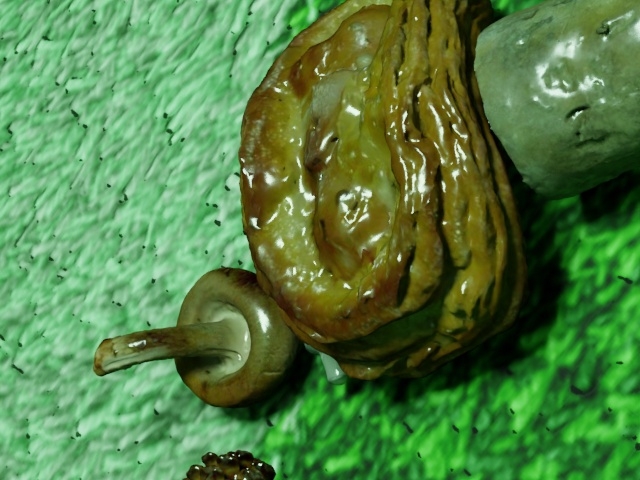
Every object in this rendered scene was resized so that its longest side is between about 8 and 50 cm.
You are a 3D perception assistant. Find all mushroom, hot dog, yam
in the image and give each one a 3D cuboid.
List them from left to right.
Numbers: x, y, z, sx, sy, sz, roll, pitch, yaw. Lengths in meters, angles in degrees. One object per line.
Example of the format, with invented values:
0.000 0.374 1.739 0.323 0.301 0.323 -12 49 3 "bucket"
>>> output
-0.075 0.063 1.097 0.129 0.073 0.088 -8 84 4 "mushroom"
0.033 -0.055 1.022 0.175 0.114 0.259 -34 49 38 "hot dog"
0.186 -0.102 0.935 0.194 0.107 0.107 -24 57 30 "yam"

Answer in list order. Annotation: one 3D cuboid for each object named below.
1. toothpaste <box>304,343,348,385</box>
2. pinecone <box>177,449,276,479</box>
0.000 0.000 1.094 0.057 0.035 0.197 -18 57 17 "toothpaste"
-0.061 0.175 1.025 0.102 0.102 0.109 -19 52 33 "pinecone"
